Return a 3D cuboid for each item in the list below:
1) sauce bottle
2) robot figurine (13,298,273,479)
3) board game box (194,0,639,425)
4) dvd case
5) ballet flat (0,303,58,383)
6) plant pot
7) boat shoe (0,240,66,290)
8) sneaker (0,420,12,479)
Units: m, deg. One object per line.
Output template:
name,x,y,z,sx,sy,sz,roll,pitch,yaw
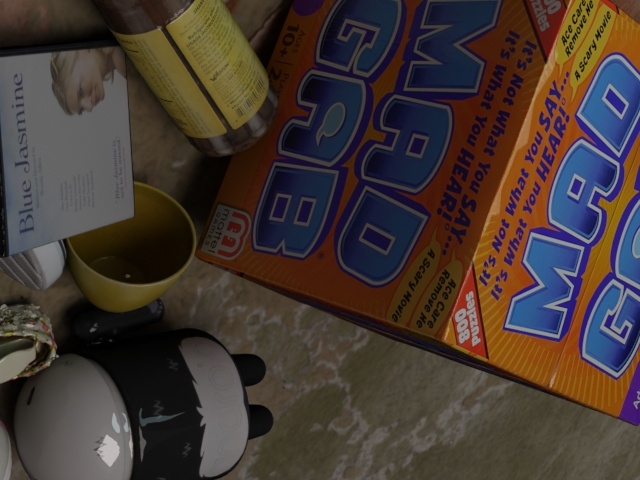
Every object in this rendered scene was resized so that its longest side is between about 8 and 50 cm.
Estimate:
sauce bottle,-0.152,-0.227,1.610,0.111,0.111,0.344,-43,136,-12
robot figurine,-0.189,0.187,1.792,0.278,0.209,0.173,-10,143,-37
board game box,0.162,-0.059,1.754,0.356,0.357,0.356,25,84,-45
dvd case,-0.239,-0.092,1.555,0.253,0.022,0.180,-24,113,-67
ballet flat,-0.367,0.124,1.666,0.241,0.077,0.091,-23,129,-28
plant pot,-0.202,0.019,1.721,0.134,0.134,0.095,-20,152,-31
boat shoe,-0.297,-0.091,1.561,0.119,0.121,0.335,-53,146,-29
sneaker,-0.403,0.263,1.667,0.252,0.103,0.111,-54,150,-26
